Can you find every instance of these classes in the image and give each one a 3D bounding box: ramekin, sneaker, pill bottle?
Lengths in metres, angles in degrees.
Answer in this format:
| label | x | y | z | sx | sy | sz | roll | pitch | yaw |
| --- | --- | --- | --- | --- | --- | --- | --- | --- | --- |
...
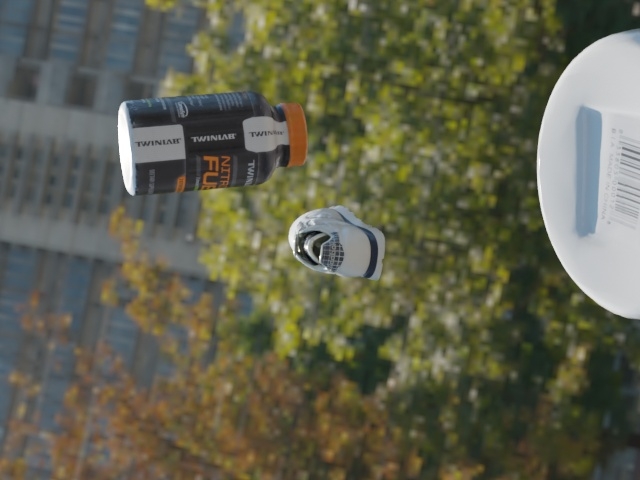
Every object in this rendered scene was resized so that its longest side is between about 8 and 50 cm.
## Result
| label | x | y | z | sx | sy | sz | roll | pitch | yaw |
| --- | --- | --- | --- | --- | --- | --- | --- | --- | --- |
| ramekin | 0.311 | -0.059 | 1.443 | 0.277 | 0.135 | 0.277 | 15 | 107 | 58 |
| sneaker | 0.000 | 0.000 | 2.241 | 0.235 | 0.095 | 0.090 | -166 | 77 | -65 |
| pill bottle | -0.143 | -0.134 | 2.249 | 0.130 | 0.246 | 0.130 | 174 | 90 | -77 |
